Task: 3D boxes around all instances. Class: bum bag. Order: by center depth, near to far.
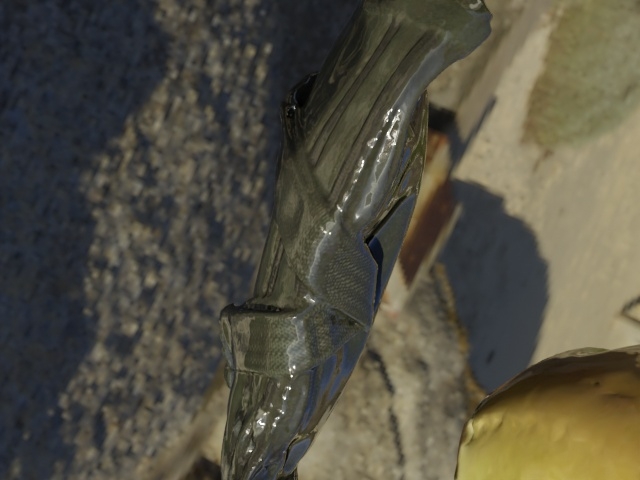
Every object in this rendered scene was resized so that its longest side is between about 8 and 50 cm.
[{"bbox_3d":[0.000,0.000,0.734,0.142,0.079,0.326,-107,-144,-72],"label":"bum bag"}]

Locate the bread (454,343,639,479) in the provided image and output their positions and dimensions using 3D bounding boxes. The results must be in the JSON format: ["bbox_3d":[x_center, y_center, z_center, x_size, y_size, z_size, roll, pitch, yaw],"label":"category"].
[{"bbox_3d":[0.152,0.143,0.460,0.158,0.261,0.156,-8,164,-25],"label":"bread"}]
